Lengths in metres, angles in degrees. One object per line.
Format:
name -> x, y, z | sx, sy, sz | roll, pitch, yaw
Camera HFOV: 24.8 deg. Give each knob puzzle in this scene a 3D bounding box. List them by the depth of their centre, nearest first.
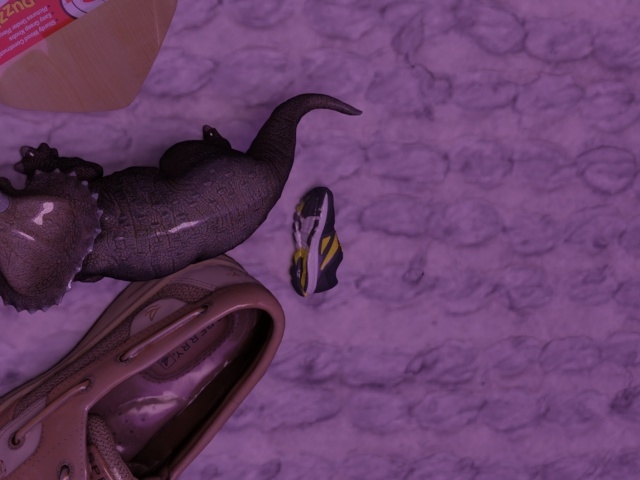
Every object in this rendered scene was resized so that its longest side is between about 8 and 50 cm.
knob puzzle -> -0.177, -0.169, 0.939 | 0.213, 0.030, 0.213 | -7, 107, -23

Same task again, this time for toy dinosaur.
toy dinosaur -> -0.105, -0.019, 0.942 | 0.314, 0.160, 0.121 | -9, 108, -21

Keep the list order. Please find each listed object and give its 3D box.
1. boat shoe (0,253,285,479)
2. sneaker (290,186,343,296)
boat shoe -> -0.161, 0.148, 0.992 | 0.122, 0.110, 0.341 | 42, 86, -28
sneaker -> 0.000, 0.000, 1.070 | 0.035, 0.031, 0.083 | -2, 110, -37
